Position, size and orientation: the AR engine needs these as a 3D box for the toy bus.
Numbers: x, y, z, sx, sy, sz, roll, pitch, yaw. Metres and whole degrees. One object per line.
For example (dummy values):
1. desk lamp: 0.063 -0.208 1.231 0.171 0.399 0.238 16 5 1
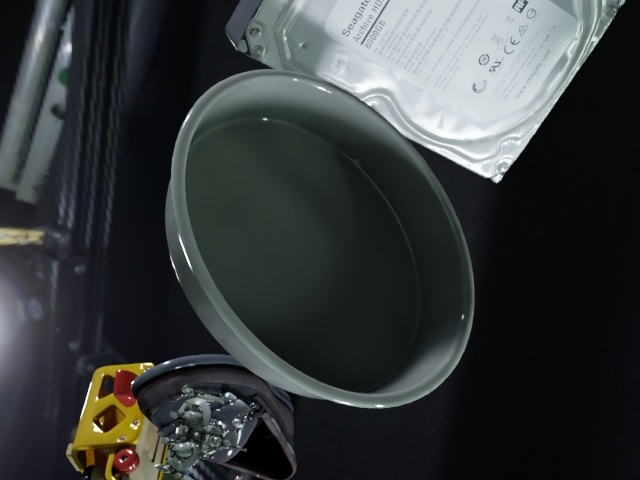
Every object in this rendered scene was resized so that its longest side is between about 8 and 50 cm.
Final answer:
1. toy bus: -0.234 0.240 1.079 0.104 0.202 0.191 -6 -93 11

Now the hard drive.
1. hard drive: 0.109 -0.220 0.918 0.237 0.339 0.064 -57 -150 17

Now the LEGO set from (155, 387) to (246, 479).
1. LEGO set: -0.061 0.110 0.486 0.054 0.023 0.083 -46 -125 3

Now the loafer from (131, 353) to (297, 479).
1. loafer: -0.090 0.193 0.987 0.109 0.302 0.095 -26 -114 9

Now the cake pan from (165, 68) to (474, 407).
1. cake pan: 0.000 0.000 0.758 0.054 0.293 0.293 -37 -106 44
